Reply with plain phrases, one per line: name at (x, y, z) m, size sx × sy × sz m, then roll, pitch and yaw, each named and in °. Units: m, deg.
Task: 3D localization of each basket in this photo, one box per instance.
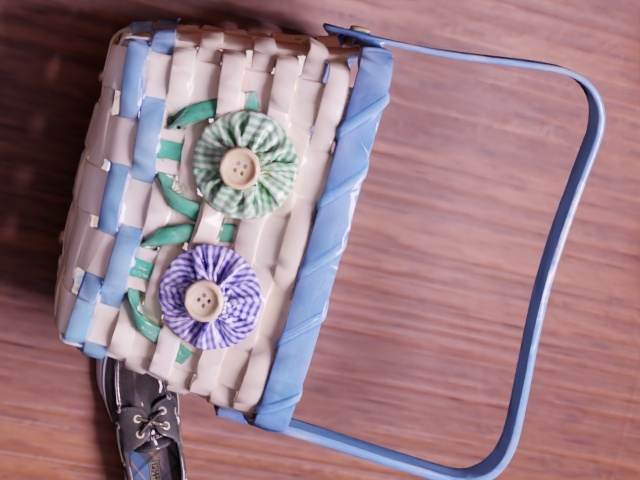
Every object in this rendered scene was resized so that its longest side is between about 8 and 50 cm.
basket at (0.000, 0.000, 1.055) m, size 0.289 × 0.201 × 0.255 m, roll 11°, pitch 99°, yaw -12°

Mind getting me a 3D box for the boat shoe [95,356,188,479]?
boat shoe at (-0.105, 0.120, 1.135) m, size 0.049 × 0.040 × 0.142 m, roll -14°, pitch 108°, yaw -16°
